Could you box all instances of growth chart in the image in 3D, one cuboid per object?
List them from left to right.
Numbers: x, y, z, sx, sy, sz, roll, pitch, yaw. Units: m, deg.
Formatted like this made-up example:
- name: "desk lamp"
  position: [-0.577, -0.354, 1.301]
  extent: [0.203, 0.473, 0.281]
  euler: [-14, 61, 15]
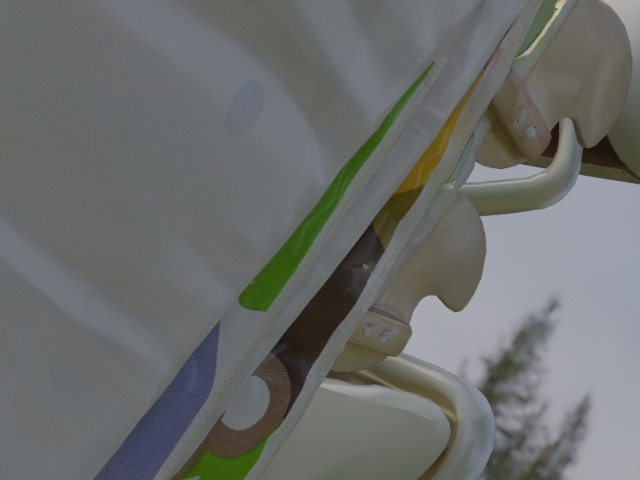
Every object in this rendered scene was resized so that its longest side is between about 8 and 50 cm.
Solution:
- name: "growth chart"
  position: [-0.024, -0.021, 0.347]
  extent: [0.021, 0.237, 0.172]
  euler: [30, -17, 43]

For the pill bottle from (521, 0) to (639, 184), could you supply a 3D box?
- name: "pill bottle"
  position: [0.135, -0.085, 0.860]
  extent: [0.221, 0.121, 0.121]
  euler: [13, -24, 51]

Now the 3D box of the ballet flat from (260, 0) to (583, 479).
- name: "ballet flat"
  position: [0.000, 0.000, 0.488]
  extent: [0.123, 0.348, 0.123]
  euler: [15, -9, 2]
